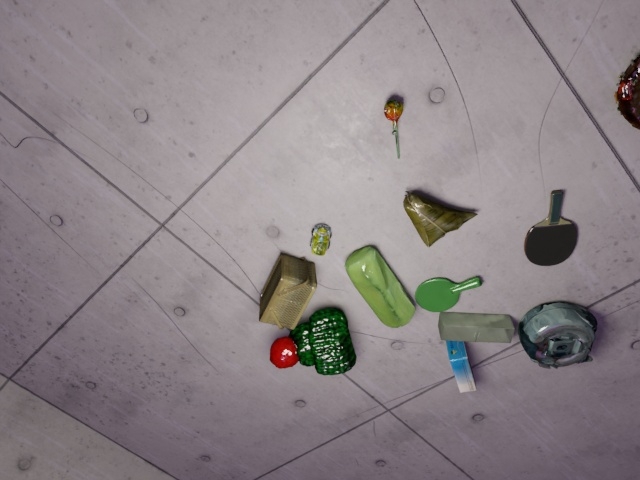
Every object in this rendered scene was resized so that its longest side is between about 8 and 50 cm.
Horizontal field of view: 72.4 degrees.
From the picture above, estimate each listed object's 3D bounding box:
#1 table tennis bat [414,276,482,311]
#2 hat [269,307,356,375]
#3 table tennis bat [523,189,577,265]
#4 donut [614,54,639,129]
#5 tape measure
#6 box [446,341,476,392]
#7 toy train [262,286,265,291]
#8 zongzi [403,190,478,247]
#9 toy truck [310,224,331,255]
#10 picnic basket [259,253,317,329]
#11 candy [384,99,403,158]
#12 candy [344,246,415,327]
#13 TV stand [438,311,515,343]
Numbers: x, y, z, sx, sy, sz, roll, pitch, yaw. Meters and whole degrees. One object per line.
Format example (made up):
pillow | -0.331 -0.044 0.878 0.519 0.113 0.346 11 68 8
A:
table tennis bat | 0.490 0.196 1.679 0.257 0.039 0.160 -23 115 24
hat | -0.038 0.413 1.728 0.333 0.242 0.273 -13 111 0
table tennis bat | 0.802 -0.033 1.518 0.174 0.022 0.300 -6 121 10
donut | 0.967 -0.432 1.220 0.270 0.103 0.269 2 118 4
tape measure | 0.911 0.364 1.671 0.276 0.147 0.256 -3 120 6
box | 0.574 0.502 1.789 0.073 0.139 0.194 -16 117 15
toy train | -0.205 0.179 1.745 0.017 0.017 0.083 29 119 -14
zongzi | 0.400 -0.109 1.473 0.205 0.094 0.204 -29 114 16
toy truck | 0.000 0.000 1.584 0.076 0.076 0.111 9 121 0
picnic basket | -0.125 0.194 1.651 0.139 0.165 0.266 18 121 -17
candy | 0.238 -0.346 1.378 0.061 0.060 0.200 -7 127 10
candy | 0.225 0.182 1.650 0.142 0.132 0.343 1 131 57
TV stand | 0.609 0.343 1.722 0.270 0.088 0.082 2 121 5
